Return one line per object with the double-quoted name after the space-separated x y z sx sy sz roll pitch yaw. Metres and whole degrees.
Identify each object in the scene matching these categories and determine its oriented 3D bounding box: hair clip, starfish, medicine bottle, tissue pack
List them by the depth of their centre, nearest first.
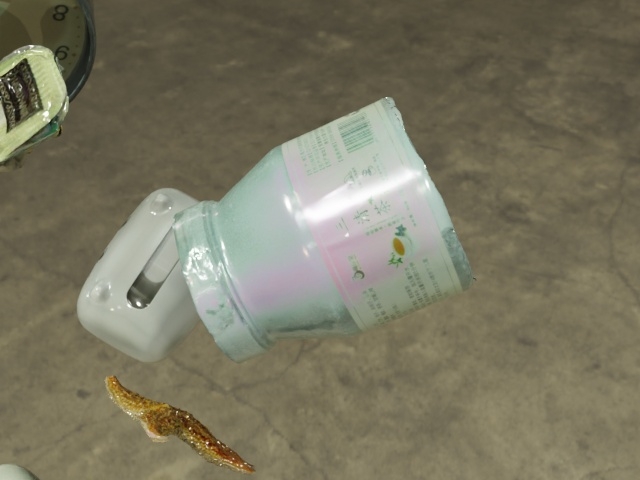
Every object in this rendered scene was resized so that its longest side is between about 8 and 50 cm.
0.000 0.000 0.953 0.290 0.245 0.245 -24 38 7 "medicine bottle"
-0.430 -0.104 0.954 0.321 0.091 0.138 -25 59 -1 "hair clip"
-0.180 0.233 1.023 0.227 0.240 0.043 25 83 1 "starfish"
-0.315 0.065 1.608 0.229 0.236 0.333 31 73 2 "tissue pack"

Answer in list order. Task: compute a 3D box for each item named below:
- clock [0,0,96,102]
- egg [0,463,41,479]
-0.491 -0.280 1.095 0.386 0.386 0.076 -10 57 -16 "clock"
-0.452 0.428 1.191 0.151 0.151 0.209 -8 62 -14 "egg"
